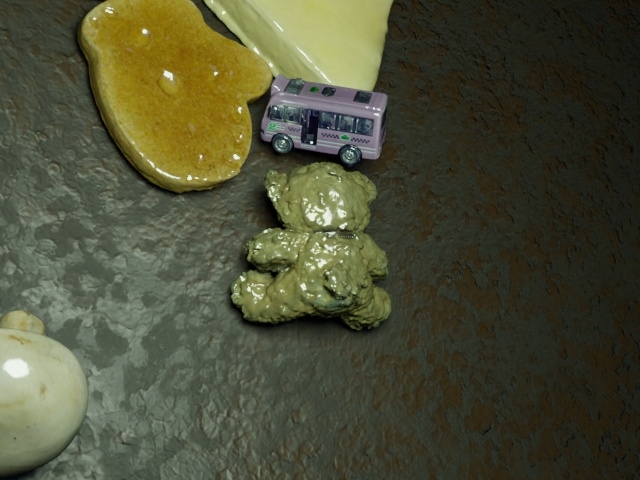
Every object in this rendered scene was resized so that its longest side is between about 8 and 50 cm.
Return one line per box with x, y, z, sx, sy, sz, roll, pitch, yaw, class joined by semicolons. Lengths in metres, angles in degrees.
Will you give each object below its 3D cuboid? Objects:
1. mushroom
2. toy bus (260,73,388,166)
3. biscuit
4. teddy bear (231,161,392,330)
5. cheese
-0.392;0.175;1.026;0.207;0.207;0.215;16;35;-20;mushroom
0.007;-0.196;1.329;0.199;0.108;0.096;11;35;8;toy bus
-0.215;-0.244;1.311;0.287;0.057;0.343;-22;83;-29;biscuit
0.000;0.000;1.275;0.267;0.156;0.256;4;69;-23;teddy bear
-0.049;-0.431;1.428;0.384;0.104;0.384;8;69;-22;cheese
